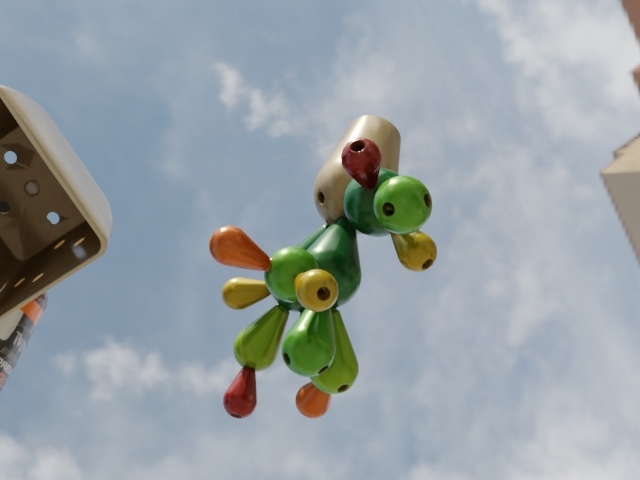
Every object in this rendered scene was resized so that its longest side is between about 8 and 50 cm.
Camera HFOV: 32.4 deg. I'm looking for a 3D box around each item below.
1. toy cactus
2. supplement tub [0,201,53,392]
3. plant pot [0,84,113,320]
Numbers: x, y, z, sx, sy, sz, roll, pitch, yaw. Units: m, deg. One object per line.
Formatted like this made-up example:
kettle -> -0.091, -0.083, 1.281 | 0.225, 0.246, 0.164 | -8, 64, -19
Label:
toy cactus -> 0.000, 0.000, 0.636 | 0.112, 0.219, 0.180 | 22, -127, -3
supplement tub -> -0.248, 0.062, 0.718 | 0.106, 0.106, 0.198 | 34, -112, -26
plant pot -> -0.182, -0.023, 0.639 | 0.109, 0.096, 0.109 | -32, -81, 12
